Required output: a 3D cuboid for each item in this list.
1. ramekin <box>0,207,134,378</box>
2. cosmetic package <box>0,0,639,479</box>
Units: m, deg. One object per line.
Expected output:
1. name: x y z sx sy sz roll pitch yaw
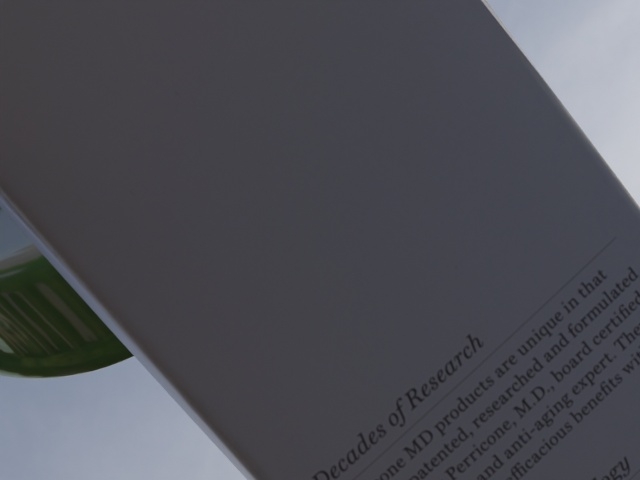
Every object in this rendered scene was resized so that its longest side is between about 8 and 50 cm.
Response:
1. ramekin: -0.202 -0.068 0.887 0.303 0.303 0.148 -32 -25 -3
2. cosmetic package: 0.000 0.000 0.463 0.155 0.197 0.365 -43 -78 -8
